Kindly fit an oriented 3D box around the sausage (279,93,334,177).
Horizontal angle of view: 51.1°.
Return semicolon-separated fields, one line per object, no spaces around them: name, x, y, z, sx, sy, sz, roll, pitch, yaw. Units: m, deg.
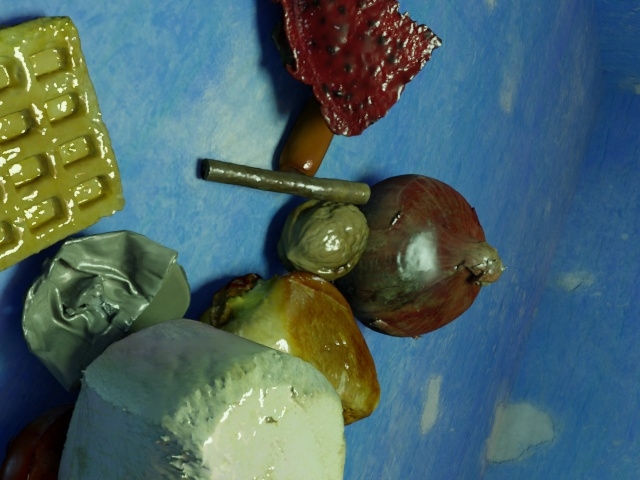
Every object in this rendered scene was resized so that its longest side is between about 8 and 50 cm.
sausage;-0.013;-0.195;1.212;0.076;0.076;0.197;50;58;-50

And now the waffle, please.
waffle;-0.344;-0.109;0.755;0.221;0.055;0.248;-38;129;-45

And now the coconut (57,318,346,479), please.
coconut;-0.156;0.250;0.807;0.297;0.309;0.297;-2;93;-45

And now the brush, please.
brush;-0.041;-0.320;1.191;0.051;0.014;0.164;-64;145;-19

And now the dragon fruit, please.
dragon fruit;0.001;-0.367;1.151;0.329;0.286;0.228;33;109;-18

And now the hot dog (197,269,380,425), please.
hot dog;-0.053;0.176;1.135;0.405;0.185;0.223;43;33;-51

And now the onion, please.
onion;0.189;0.042;1.407;0.353;0.353;0.354;-22;118;-52

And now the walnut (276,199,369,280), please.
walnut;0.000;0.000;1.224;0.184;0.155;0.155;-32;125;-48

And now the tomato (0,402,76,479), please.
tomato;-0.337;0.323;0.852;0.228;0.101;0.228;-6;90;-71

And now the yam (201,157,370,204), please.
yam;-0.051;-0.096;1.127;0.327;0.045;0.045;5;138;-38

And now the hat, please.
hat;-0.289;0.101;0.895;0.214;0.149;0.245;-55;178;-25
